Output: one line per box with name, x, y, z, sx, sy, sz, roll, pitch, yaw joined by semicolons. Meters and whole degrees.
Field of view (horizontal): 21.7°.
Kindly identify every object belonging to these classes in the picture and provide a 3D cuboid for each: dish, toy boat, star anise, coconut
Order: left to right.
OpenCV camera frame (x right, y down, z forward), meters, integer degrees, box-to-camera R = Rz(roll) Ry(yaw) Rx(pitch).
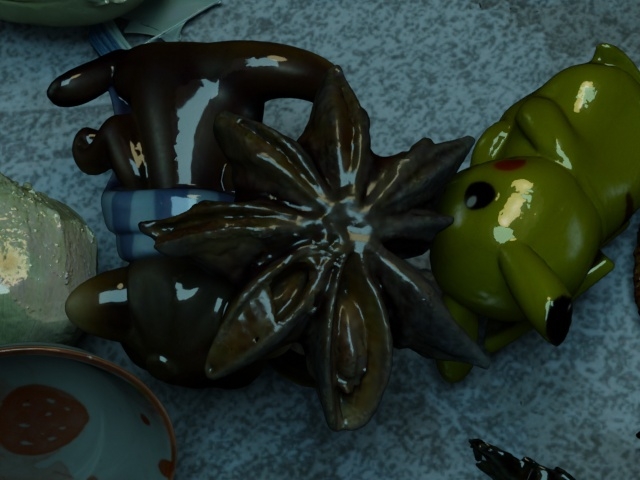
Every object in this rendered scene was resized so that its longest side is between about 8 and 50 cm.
coconut;-0.297;0.045;1.546;0.194;0.194;0.194;-2;68;4
dish;-0.262;0.174;1.487;0.260;0.260;0.085;-15;36;-1
toy boat;-0.179;-0.232;1.722;0.105;0.034;0.149;30;73;15
star anise;0.018;0.001;1.387;0.315;0.108;0.315;5;70;-14

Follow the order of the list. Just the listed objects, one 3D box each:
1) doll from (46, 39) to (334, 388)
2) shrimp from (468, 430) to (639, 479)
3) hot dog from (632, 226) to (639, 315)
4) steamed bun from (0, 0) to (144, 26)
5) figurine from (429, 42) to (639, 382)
doll;-0.099;-0.025;1.542;0.318;0.209;0.339;0;71;2
shrimp;0.321;0.239;1.397;0.445;0.085;0.272;25;46;-11
hot dog;0.332;0.036;1.548;0.053;0.099;0.192;15;62;-30
steamed bun;-0.283;-0.396;1.680;0.312;0.233;0.333;3;60;7
figurine;0.196;-0.022;1.525;0.169;0.218;0.327;44;56;-2
